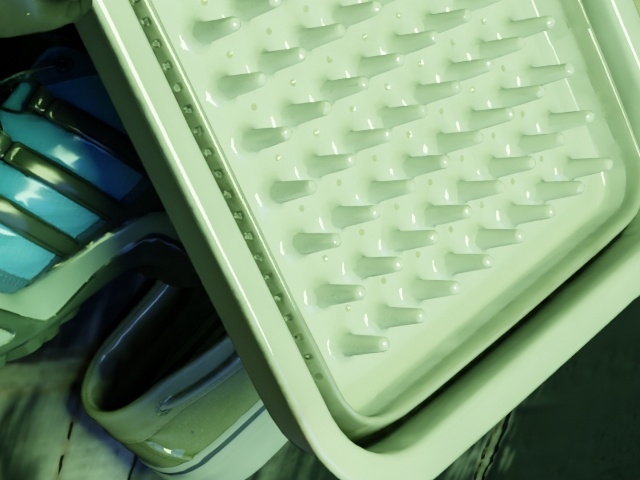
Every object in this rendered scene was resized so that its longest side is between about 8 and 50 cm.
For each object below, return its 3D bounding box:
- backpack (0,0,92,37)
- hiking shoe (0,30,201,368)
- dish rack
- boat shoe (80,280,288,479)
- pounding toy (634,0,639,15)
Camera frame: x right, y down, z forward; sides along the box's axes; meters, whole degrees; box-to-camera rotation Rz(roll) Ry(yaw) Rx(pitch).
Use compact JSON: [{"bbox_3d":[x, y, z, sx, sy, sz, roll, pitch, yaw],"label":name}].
[{"bbox_3d":[-0.148,-0.158,0.572,0.152,0.115,0.182,-11,113,-22],"label":"backpack"},{"bbox_3d":[-0.138,-0.025,0.775,0.304,0.113,0.132,-22,106,-32],"label":"hiking shoe"},{"bbox_3d":[0.018,-0.087,0.777,0.285,0.072,0.333,-36,107,-38],"label":"dish rack"},{"bbox_3d":[0.000,0.000,0.914,0.302,0.109,0.094,-52,140,1],"label":"boat shoe"},{"bbox_3d":[0.167,-0.110,1.038,0.269,0.155,0.154,-41,170,-2],"label":"pounding toy"}]
